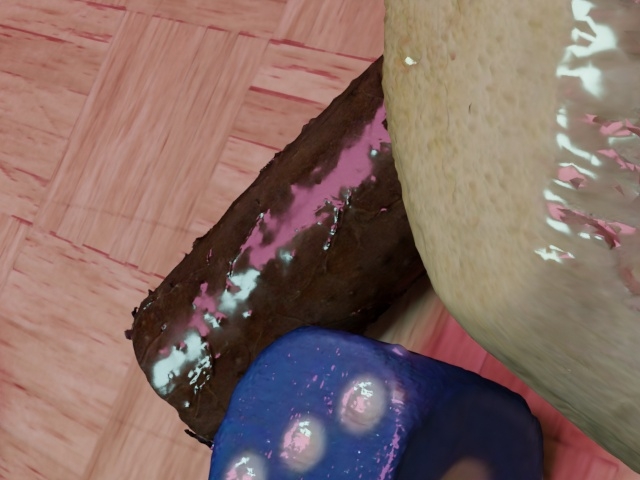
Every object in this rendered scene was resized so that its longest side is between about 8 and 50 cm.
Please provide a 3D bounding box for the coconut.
[{"bbox_3d":[0.239,-0.087,0.680,0.415,0.415,0.345,-51,33,13],"label":"coconut"}]

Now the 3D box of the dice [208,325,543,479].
[{"bbox_3d":[0.031,0.136,0.928,0.146,0.143,0.146,12,78,43],"label":"dice"}]

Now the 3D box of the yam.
[{"bbox_3d":[0.000,0.000,1.040,0.280,0.131,0.131,-46,45,17],"label":"yam"}]
